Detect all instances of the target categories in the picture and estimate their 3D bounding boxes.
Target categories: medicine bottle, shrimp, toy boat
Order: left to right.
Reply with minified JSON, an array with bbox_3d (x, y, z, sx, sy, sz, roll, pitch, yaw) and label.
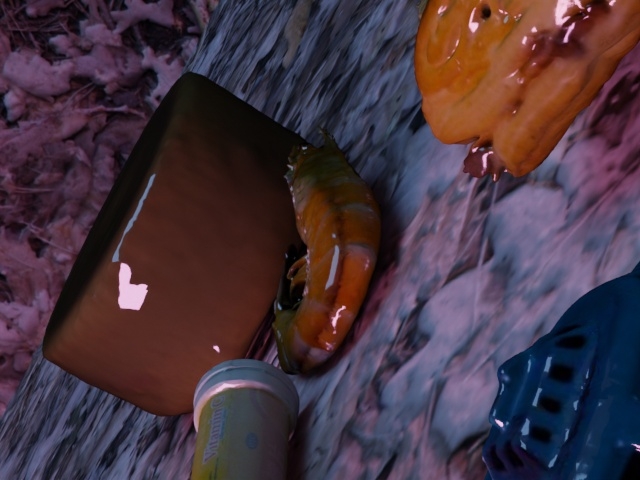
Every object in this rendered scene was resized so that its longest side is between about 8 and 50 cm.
[{"bbox_3d":[-0.053,0.169,0.898,0.074,0.074,0.218,-52,18,28],"label":"medicine bottle"},{"bbox_3d":[0.000,0.000,1.061,0.150,0.068,0.249,-57,19,32],"label":"shrimp"},{"bbox_3d":[0.083,0.110,0.515,0.299,0.092,0.134,-67,13,-23],"label":"toy boat"}]

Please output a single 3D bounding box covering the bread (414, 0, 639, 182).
[{"bbox_3d":[0.136,-0.158,0.706,0.210,0.099,0.235,-53,-5,-48],"label":"bread"}]

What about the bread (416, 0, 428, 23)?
[{"bbox_3d":[0.121,-0.159,0.928,0.106,0.082,0.125,-40,12,28],"label":"bread"}]

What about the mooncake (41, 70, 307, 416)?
[{"bbox_3d":[-0.119,0.009,1.250,0.284,0.155,0.284,-55,17,26],"label":"mooncake"}]
